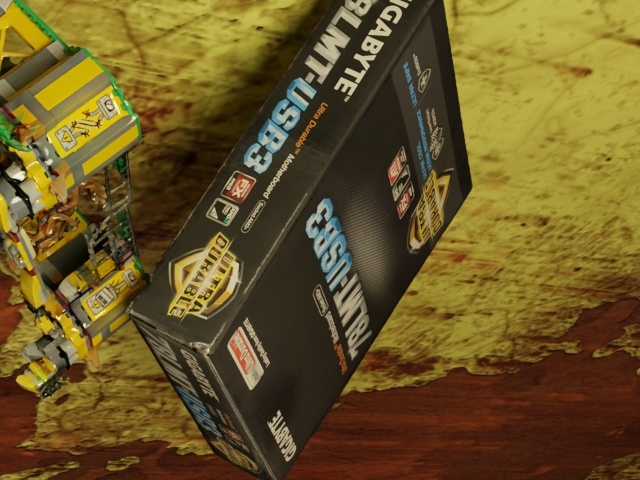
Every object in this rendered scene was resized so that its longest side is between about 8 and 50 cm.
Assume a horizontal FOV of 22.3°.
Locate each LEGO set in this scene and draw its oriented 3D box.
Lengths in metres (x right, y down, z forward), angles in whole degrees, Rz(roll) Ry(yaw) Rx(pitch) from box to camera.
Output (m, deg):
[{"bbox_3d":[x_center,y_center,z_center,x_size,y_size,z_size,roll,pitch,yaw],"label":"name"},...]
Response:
[{"bbox_3d":[-0.237,-0.023,0.938,0.192,0.255,0.331,-39,171,-19],"label":"LEGO set"}]

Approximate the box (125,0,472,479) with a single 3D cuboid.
[{"bbox_3d":[0.000,0.000,1.142,0.293,0.073,0.295,-58,160,-19],"label":"box"}]
